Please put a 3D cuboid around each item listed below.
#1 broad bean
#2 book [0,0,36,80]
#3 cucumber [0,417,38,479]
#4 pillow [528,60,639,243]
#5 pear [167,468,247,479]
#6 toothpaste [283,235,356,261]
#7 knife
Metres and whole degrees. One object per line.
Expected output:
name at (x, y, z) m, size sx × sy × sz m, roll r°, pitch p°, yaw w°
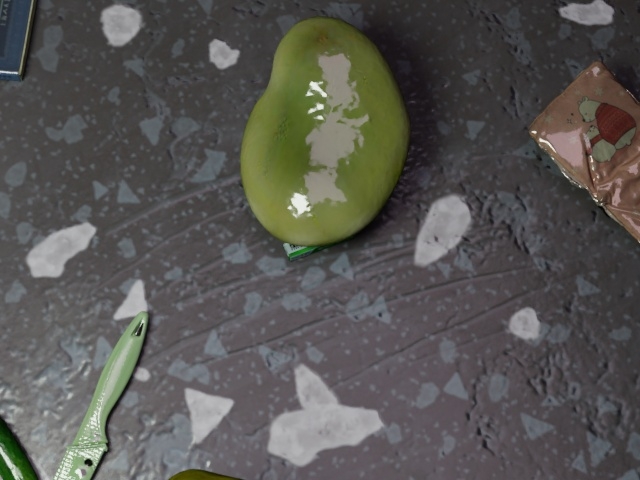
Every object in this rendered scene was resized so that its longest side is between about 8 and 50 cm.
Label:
broad bean at (0.008, -0.117, 1.461) m, size 0.189 × 0.121 × 0.263 m, roll 10°, pitch 81°, yaw 5°
book at (-0.477, -0.292, 1.542) m, size 0.269 × 0.025 × 0.191 m, roll 6°, pitch 71°, yaw 0°
cucumber at (-0.341, 0.217, 1.366) m, size 0.037 × 0.037 × 0.155 m, roll -35°, pitch 76°, yaw -13°
pillow at (0.365, -0.083, 1.492) m, size 0.248 × 0.049 × 0.135 m, roll 44°, pitch 76°, yaw 8°
pear at (-0.097, 0.372, 1.217) m, size 0.253 × 0.253 × 0.307 m, roll -23°, pitch 80°, yaw -10°
toothpaste at (0.000, 0.000, 1.464) m, size 0.083 × 0.017 × 0.020 m, roll -20°, pitch 73°, yaw -9°
knife at (-0.244, 0.209, 1.382) m, size 0.043 × 0.020 × 0.293 m, roll 23°, pitch 72°, yaw 4°
